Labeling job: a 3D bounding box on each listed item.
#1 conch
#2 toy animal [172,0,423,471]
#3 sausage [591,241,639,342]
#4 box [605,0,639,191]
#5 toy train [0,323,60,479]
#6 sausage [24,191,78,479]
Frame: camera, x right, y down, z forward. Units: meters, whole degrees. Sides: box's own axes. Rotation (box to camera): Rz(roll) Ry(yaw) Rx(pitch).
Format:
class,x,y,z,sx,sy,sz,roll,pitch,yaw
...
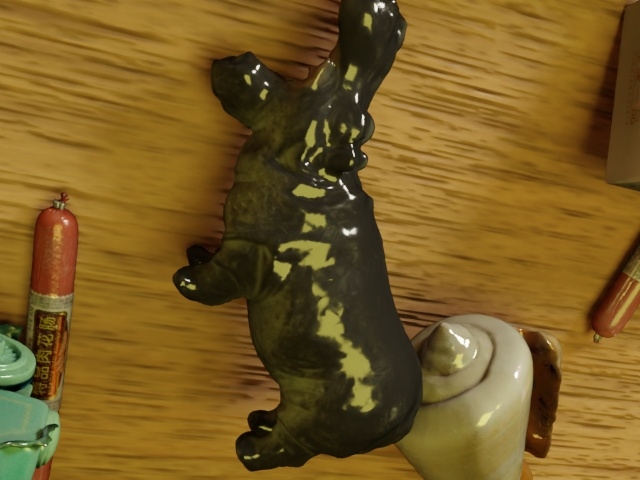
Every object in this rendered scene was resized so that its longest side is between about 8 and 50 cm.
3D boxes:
class,x,y,z,sx,sy,sz,roll,pitch,yaw
conch,0.116,0.146,0.830,0.158,0.127,0.255,-47,147,-34
toy animal,-0.017,-0.004,0.700,0.168,0.106,0.343,-3,102,4
sausage,0.299,-0.005,0.867,0.029,0.029,0.223,26,100,-26
box,0.346,-0.097,0.803,0.233,0.067,0.150,10,87,-23
toy train,-0.270,0.121,0.635,0.203,0.163,0.112,14,107,-14
sausage,-0.202,0.085,0.727,0.034,0.034,0.253,4,108,-21
